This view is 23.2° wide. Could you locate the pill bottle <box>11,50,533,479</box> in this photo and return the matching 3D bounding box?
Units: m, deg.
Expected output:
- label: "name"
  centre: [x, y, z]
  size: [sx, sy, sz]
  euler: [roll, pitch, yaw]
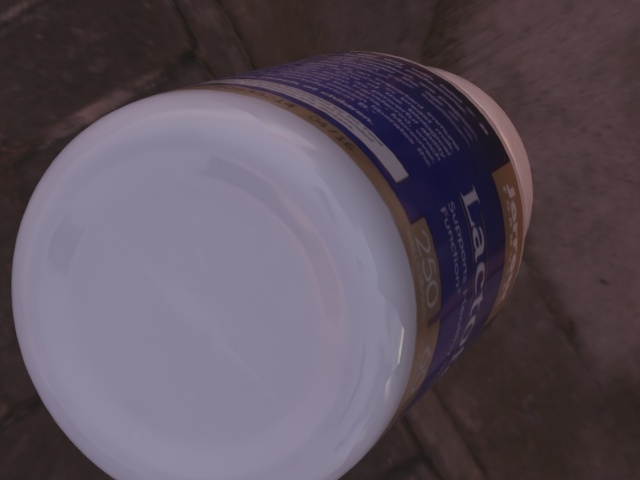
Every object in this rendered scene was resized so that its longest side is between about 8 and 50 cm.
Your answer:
- label: "pill bottle"
  centre: [0.000, 0.000, 0.650]
  size: [0.153, 0.264, 0.153]
  euler: [5, 103, 20]
